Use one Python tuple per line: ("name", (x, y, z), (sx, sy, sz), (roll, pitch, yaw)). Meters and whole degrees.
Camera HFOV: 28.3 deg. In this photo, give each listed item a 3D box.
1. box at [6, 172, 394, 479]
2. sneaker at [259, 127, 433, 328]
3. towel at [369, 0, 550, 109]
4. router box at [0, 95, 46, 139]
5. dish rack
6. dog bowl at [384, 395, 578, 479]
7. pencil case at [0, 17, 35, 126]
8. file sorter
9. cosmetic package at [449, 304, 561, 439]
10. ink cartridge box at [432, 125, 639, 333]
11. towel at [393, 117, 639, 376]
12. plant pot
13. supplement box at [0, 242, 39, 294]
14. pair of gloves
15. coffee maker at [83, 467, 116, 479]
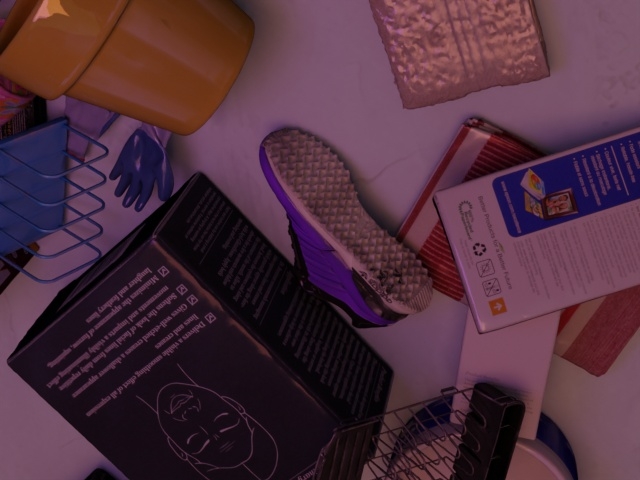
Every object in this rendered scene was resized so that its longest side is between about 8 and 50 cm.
("box", (-0.146, 0.168, 1.664), (0.293, 0.212, 0.395), (-38, 103, 24))
("sneaker", (0.000, 0.001, 1.615), (0.293, 0.102, 0.146), (52, 136, -4))
("towel", (0.143, -0.298, 1.469), (0.187, 0.049, 0.282), (-12, 114, 18))
("router box", (-0.426, -0.166, 1.651), (0.133, 0.046, 0.179), (8, 117, 8))
("dish rack", (0.110, 0.285, 1.549), (0.271, 0.074, 0.208), (-10, 124, -32))
("dog bowl", (0.220, 0.344, 1.734), (0.265, 0.104, 0.265), (5, 117, 10))
("pencil case", (-0.480, -0.160, 1.577), (0.284, 0.124, 0.124), (-31, 106, 24))
("file sorter", (-0.343, -0.047, 1.616), (0.104, 0.118, 0.170), (30, 128, 27))
("cosmetic package", (0.238, 0.130, 1.606), (0.117, 0.085, 0.231), (11, 118, 9))
("ink cartridge box", (0.333, -0.027, 1.484), (0.371, 0.069, 0.175), (-18, 82, 5))
("towel", (0.273, 0.012, 1.602), (0.329, 0.037, 0.237), (29, 120, -1))
("plant pot", (-0.217, -0.250, 1.470), (0.239, 0.254, 0.254), (29, 119, -22))
("supplement box", (-0.516, 0.042, 1.687), (0.191, 0.194, 0.129), (-27, 108, 22))
("pair of gloves", (-0.255, -0.134, 1.618), (0.198, 0.023, 0.159), (39, 124, 13))
("coffee maker", (-0.366, 0.427, 1.884), (0.178, 0.171, 0.120), (-41, 126, 5))
